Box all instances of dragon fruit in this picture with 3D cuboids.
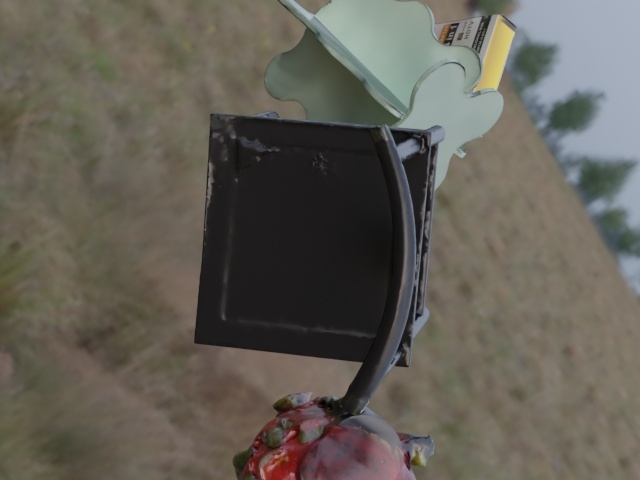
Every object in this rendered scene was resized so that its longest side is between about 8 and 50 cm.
[{"bbox_3d":[0.011,0.206,1.392,0.172,0.167,0.160,144,-63,-78],"label":"dragon fruit"}]

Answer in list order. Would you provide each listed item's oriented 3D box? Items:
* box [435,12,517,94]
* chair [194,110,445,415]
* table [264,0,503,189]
[{"bbox_3d":[0.084,-0.158,1.674,0.033,0.247,0.129,32,67,-37],"label":"box"},{"bbox_3d":[0.000,0.000,0.983,0.260,0.141,0.154,-31,125,-79],"label":"chair"},{"bbox_3d":[0.044,-0.155,1.521,0.198,0.166,0.166,48,1,33],"label":"table"}]
